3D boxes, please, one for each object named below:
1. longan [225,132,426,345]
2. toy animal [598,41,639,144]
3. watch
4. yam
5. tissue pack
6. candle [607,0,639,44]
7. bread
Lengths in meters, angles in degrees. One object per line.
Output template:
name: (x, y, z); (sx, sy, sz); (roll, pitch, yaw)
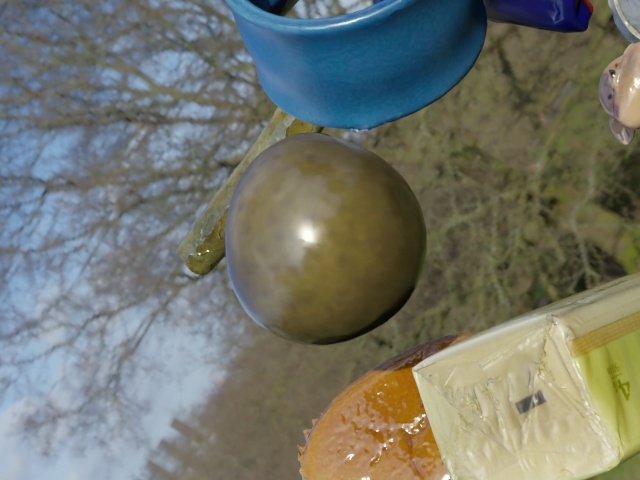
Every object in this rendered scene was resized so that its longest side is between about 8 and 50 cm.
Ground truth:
longan: (0.000, 0.000, 1.303); (0.258, 0.258, 0.258); (-59, 0, 0)
toy animal: (0.303, -0.124, 0.954); (0.083, 0.089, 0.150); (-46, 39, -5)
watch: (0.042, -0.170, 0.724); (0.200, 0.196, 0.171); (-53, -43, -23)
yam: (-0.095, -0.096, 1.656); (0.371, 0.083, 0.083); (-53, 2, 20)
tissue pack: (0.212, 0.104, 0.846); (0.234, 0.125, 0.159); (-13, -12, -42)
candle: (0.480, -0.350, 1.356); (0.187, 0.187, 0.330); (-59, -4, -3)
bread: (0.151, 0.278, 1.553); (0.388, 0.236, 0.183); (-32, -44, -2)
